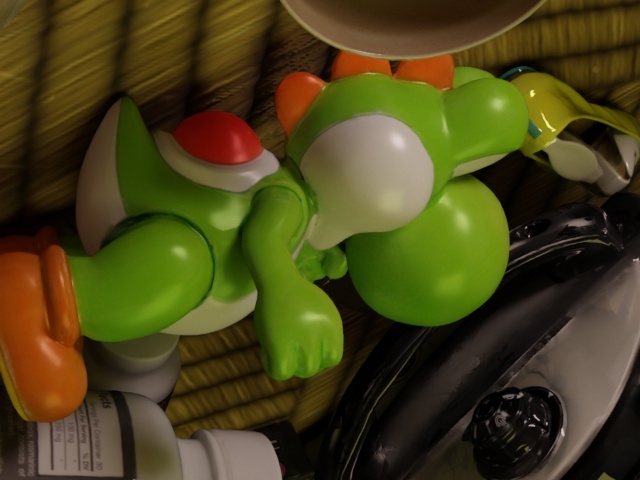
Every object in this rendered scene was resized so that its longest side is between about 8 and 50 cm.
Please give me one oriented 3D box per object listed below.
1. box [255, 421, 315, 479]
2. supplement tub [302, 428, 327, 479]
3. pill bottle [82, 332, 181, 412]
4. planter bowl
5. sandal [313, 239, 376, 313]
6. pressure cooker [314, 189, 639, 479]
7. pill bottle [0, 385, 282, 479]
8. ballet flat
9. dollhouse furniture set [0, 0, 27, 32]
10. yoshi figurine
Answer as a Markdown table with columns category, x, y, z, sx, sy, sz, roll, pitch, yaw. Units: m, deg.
| category | x | y | z | sx | sy | sz | roll | pitch | yaw |
| --- | --- | --- | --- | --- | --- | --- | --- | --- | --- |
| box | -0.049 | 0.228 | 1.318 | 0.052 | 0.062 | 0.083 | -11 | 146 | -30 |
| supplement tub | 0.080 | 0.211 | 1.357 | 0.190 | 0.117 | 0.117 | -33 | 151 | 4 |
| pill bottle | -0.153 | 0.106 | 1.007 | 0.086 | 0.086 | 0.152 | -11 | 146 | -31 |
| planter bowl | 0.046 | -0.188 | 0.687 | 0.162 | 0.109 | 0.162 | -6 | 140 | -5 |
| sandal | 0.000 | 0.000 | 1.023 | 0.219 | 0.060 | 0.090 | 9 | 128 | -30 |
| pressure cooker | 0.220 | 0.181 | 1.092 | 0.420 | 0.369 | 0.375 | 40 | 146 | -22 |
| pill bottle | -0.192 | 0.183 | 0.884 | 0.319 | 0.176 | 0.176 | 5 | 138 | -19 |
| ballet flat | 0.208 | -0.072 | 1.074 | 0.077 | 0.077 | 0.231 | -44 | 149 | 20 |
| dollhouse furniture set | -0.176 | -0.181 | 0.491 | 0.129 | 0.129 | 0.184 | -44 | 150 | 23 |
| yoshi figurine | -0.023 | 0.017 | 0.864 | 0.362 | 0.203 | 0.203 | -23 | 151 | -8 |
